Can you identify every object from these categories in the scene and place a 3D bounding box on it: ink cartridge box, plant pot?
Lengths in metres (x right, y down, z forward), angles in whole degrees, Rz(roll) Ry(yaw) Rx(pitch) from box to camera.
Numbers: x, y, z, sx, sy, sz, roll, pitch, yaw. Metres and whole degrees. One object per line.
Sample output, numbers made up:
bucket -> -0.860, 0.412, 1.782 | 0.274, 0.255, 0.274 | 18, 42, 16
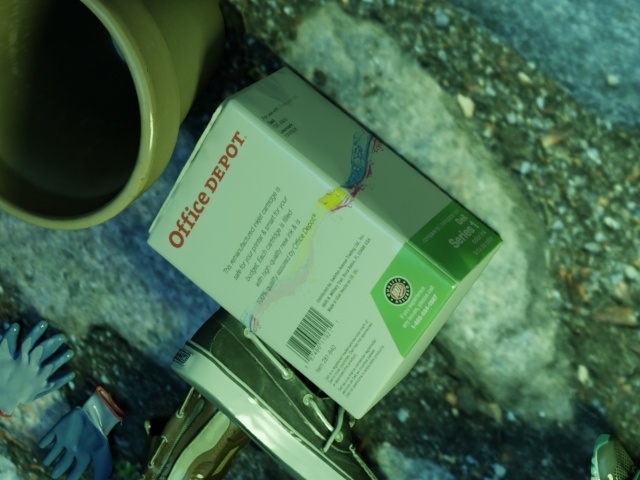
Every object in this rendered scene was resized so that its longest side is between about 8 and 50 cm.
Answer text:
ink cartridge box -> 0.000, 0.000, 1.857 | 0.278, 0.117, 0.201 | 39, 126, 9
plant pot -> -0.207, -0.168, 1.831 | 0.263, 0.229, 0.263 | 13, 118, 25

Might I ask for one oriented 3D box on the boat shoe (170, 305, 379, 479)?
boat shoe -> -0.012, 0.180, 1.955 | 0.306, 0.105, 0.113 | 42, 170, -16

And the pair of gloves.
pair of gloves -> -0.297, 0.186, 2.186 | 0.198, 0.023, 0.159 | 46, 129, 5

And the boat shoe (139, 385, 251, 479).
boat shoe -> -0.148, 0.223, 2.080 | 0.095, 0.095, 0.257 | 48, 121, 17

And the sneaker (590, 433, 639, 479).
sneaker -> 0.312, 0.249, 1.831 | 0.076, 0.065, 0.166 | -17, 112, 30
